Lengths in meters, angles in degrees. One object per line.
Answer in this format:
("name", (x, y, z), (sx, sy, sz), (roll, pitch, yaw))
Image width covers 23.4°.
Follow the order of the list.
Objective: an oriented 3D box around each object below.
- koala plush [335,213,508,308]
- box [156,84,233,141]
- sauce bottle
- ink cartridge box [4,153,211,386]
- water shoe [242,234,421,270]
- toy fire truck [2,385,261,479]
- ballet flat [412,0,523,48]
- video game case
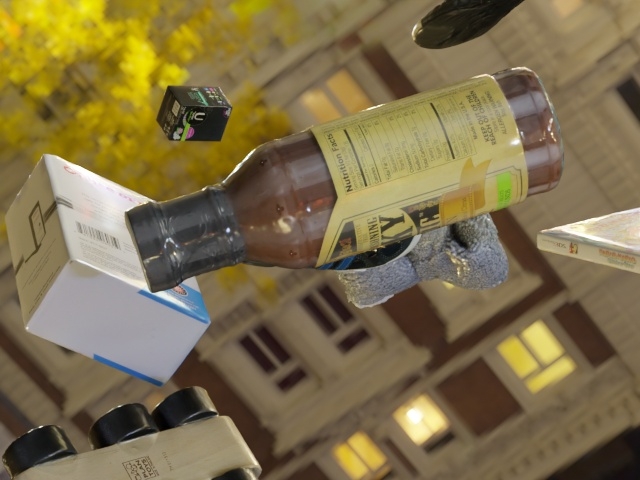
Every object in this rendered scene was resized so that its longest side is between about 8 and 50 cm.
("koala plush", (0.116, 0.007, 2.054), (0.221, 0.203, 0.196), (-25, 158, 0))
("box", (-0.175, -0.176, 2.138), (0.052, 0.083, 0.062), (55, -47, 39))
("sauce bottle", (0.018, -0.042, 1.227), (0.344, 0.111, 0.111), (-17, -160, -5))
("ink cartridge box", (-0.200, 0.024, 1.419), (0.086, 0.148, 0.203), (-55, -151, 17))
("water shoe", (0.000, 0.000, 1.526), (0.203, 0.073, 0.080), (-7, -176, 8))
("toy fire truck", (-0.195, 0.245, 1.340), (0.217, 0.158, 0.246), (-13, 145, -37))
("ballet flat", (0.172, -0.257, 1.629), (0.173, 0.057, 0.049), (-31, -132, 21))
("video game case", (0.402, -0.003, 1.781), (0.227, 0.026, 0.206), (-13, -163, -35))
